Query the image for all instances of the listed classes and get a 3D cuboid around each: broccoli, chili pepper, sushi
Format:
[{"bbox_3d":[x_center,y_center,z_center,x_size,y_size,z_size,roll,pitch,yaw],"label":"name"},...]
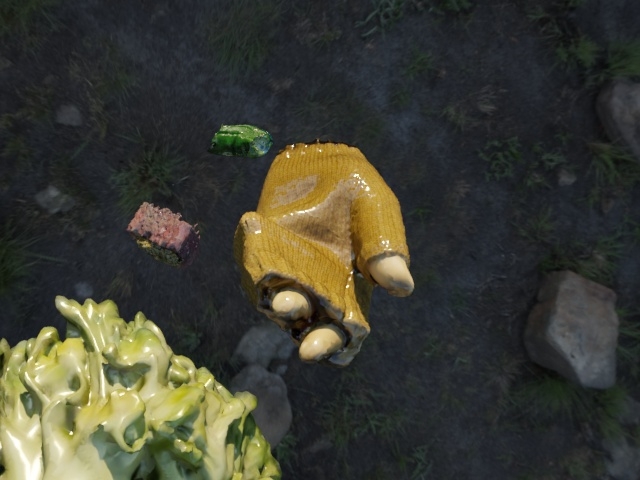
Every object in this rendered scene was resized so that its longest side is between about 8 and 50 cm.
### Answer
[{"bbox_3d":[-0.145,0.163,0.348,0.287,0.245,0.248,-3,97,-13],"label":"broccoli"},{"bbox_3d":[-0.194,-0.236,1.444,0.098,0.224,0.061,-52,127,-19],"label":"chili pepper"},{"bbox_3d":[-0.342,0.004,1.399,0.161,0.241,0.108,43,69,-45],"label":"sushi"}]

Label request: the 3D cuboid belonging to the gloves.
[{"bbox_3d":[0.002,0.008,0.711,0.202,0.357,0.156,-2,123,6],"label":"gloves"}]
